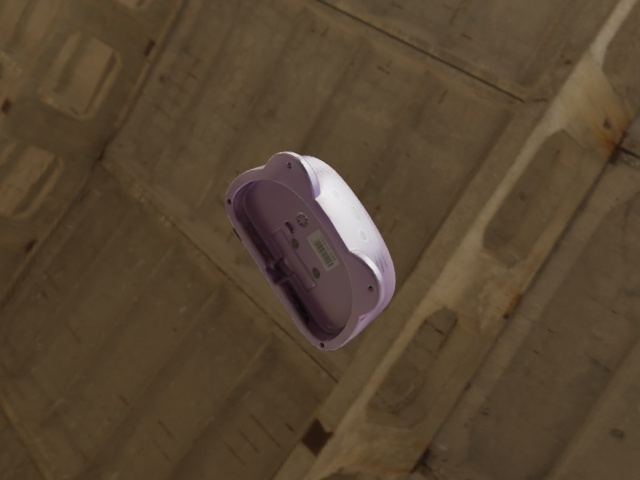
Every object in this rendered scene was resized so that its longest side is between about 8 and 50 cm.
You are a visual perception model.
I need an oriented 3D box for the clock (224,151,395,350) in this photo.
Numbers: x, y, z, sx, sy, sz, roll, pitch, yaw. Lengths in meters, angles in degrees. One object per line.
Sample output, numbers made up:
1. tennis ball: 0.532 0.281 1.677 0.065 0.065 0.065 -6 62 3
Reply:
1. clock: 0.000 0.000 0.620 0.153 0.050 0.110 57 -41 5
